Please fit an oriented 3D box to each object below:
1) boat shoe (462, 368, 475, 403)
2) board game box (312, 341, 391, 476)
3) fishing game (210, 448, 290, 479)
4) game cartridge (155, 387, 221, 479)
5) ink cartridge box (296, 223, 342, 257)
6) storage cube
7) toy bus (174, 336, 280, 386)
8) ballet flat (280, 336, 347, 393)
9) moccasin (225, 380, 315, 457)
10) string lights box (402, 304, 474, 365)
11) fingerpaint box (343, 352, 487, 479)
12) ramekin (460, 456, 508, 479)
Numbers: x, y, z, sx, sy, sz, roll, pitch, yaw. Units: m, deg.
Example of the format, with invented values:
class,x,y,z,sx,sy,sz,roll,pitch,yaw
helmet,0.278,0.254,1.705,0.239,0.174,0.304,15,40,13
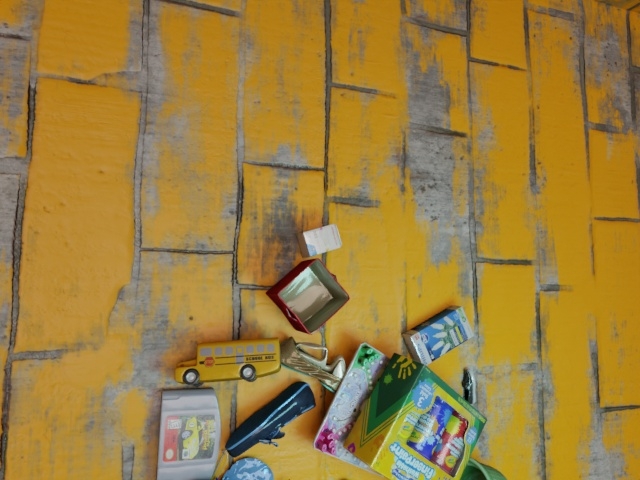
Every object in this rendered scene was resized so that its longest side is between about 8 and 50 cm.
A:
class,x,y,z,sx,sy,sz,roll,pitch,yaw
boat shoe,0.596,0.591,1.846,0.040,0.049,0.142,-5,88,-19
board game box,0.204,0.622,1.650,0.390,0.050,0.390,36,74,-30
fishing game,-0.245,0.829,1.542,0.263,0.041,0.189,25,78,-8
game cartridge,-0.425,0.635,1.492,0.195,0.060,0.295,4,84,-22
ink cartridge box,0.000,0.000,1.678,0.143,0.090,0.092,-15,90,-21
storage cube,-0.047,0.191,1.589,0.215,0.193,0.184,-41,98,-19
toy bus,-0.297,0.398,1.496,0.332,0.108,0.130,-3,70,-4
ballet flat,0.006,0.441,1.621,0.342,0.116,0.124,31,94,-9
moccasin,-0.153,0.622,1.543,0.341,0.137,0.117,-32,100,-18
string lights box,0.463,0.374,1.806,0.259,0.076,0.134,-26,94,-19
fingerpaint box,0.352,0.681,1.622,0.445,0.163,0.371,43,71,-27
ramekin,0.565,0.962,1.673,0.148,0.303,0.304,23,78,-23
